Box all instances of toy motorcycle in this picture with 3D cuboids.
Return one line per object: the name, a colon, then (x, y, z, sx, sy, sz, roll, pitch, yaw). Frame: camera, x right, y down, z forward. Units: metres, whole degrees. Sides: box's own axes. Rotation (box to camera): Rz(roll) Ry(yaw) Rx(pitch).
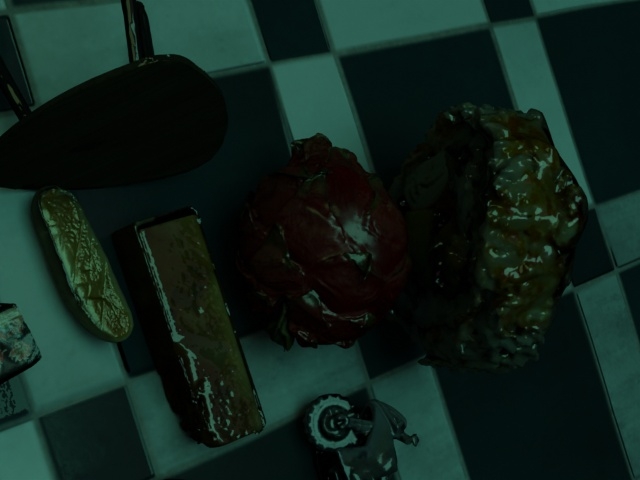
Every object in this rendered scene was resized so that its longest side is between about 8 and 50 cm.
toy motorcycle: (0.072, 0.339, 1.421, 0.159, 0.106, 0.270, -15, 85, -31)

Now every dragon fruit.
dragon fruit: (0.000, 0.000, 1.356, 0.244, 0.244, 0.299, 1, 77, -35)

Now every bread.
bread: (-0.304, 0.033, 1.251, 0.073, 0.053, 0.214, -27, 93, -40)

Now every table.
table: (-0.271, -0.229, 1.248, 0.317, 0.317, 0.249, -6, 70, -36)

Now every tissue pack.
tissue pack: (-0.415, 0.139, 1.118, 0.170, 0.103, 0.090, -26, 100, -36)

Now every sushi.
sushi: (0.207, -0.003, 1.416, 0.175, 0.417, 0.417, 8, 75, -23)

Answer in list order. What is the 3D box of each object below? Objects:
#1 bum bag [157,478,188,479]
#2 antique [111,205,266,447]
bum bag: (-0.113, 0.399, 1.291, 0.326, 0.079, 0.142, 23, 65, -27)
antique: (-0.170, 0.118, 1.306, 0.093, 0.087, 0.310, -19, 92, -34)
